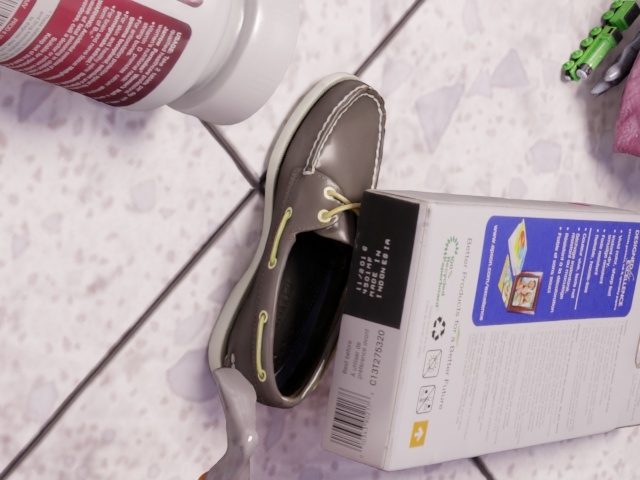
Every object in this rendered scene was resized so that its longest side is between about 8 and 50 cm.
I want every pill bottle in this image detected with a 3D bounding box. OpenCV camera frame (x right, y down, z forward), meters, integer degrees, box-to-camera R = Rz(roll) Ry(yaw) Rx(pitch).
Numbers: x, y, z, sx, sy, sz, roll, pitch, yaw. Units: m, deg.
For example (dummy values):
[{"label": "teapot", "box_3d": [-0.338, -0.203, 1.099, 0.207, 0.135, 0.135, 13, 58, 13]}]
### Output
[{"label": "pill bottle", "box_3d": [-0.127, -0.142, 0.862, 0.221, 0.121, 0.121, 18, 89, -38]}]

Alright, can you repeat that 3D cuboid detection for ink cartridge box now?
[{"label": "ink cartridge box", "box_3d": [0.146, 0.059, 1.122, 0.371, 0.069, 0.176, 2, 99, -50]}]

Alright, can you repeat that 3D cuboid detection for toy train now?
[{"label": "toy train", "box_3d": [0.215, -0.152, 1.180, 0.083, 0.023, 0.017, -51, 125, -17]}]

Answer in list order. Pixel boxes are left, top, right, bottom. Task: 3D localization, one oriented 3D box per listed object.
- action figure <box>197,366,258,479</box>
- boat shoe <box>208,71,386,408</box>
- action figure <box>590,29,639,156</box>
[{"label": "action figure", "box_3d": [-0.096, 0.245, 0.925, 0.341, 0.178, 0.330, 26, 104, -33]}, {"label": "boat shoe", "box_3d": [0.000, 0.000, 1.023, 0.081, 0.068, 0.228, 21, 87, -38]}, {"label": "action figure", "box_3d": [0.403, -0.078, 1.156, 0.276, 0.370, 0.248, -46, 165, -40]}]
